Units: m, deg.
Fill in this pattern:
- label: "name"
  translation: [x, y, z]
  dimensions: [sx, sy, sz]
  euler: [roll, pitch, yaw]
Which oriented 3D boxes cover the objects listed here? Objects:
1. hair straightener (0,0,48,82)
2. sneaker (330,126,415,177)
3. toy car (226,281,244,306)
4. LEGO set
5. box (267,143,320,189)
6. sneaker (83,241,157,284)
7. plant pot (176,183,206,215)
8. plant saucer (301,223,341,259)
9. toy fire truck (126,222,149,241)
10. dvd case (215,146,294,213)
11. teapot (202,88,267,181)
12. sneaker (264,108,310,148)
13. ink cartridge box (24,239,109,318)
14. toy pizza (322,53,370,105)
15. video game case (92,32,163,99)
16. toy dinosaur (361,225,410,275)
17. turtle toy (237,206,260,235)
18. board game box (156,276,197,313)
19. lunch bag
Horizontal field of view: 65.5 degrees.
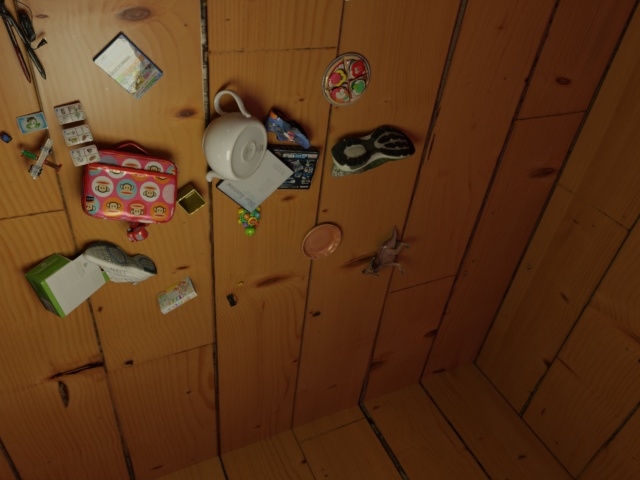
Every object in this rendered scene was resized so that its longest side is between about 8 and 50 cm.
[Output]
- label: "hair straightener"
  translation: [-0.791, -0.548, 1.347]
  dimensions: [0.089, 0.047, 0.230]
  euler: [-18, 129, -18]
- label: "sneaker"
  translation: [0.206, -0.356, 2.090]
  dimensions: [0.411, 0.158, 0.182]
  euler: [-14, 163, -24]
- label: "toy car"
  translation: [-0.374, 0.245, 2.261]
  dimensions: [0.122, 0.060, 0.040]
  euler: [-45, 168, 19]
- label: "LEGO set"
  translation: [-0.819, -0.297, 1.511]
  dimensions: [0.245, 0.060, 0.182]
  euler: [-18, 101, -13]
- label: "box"
  translation: [-0.126, -0.287, 1.966]
  dimensions: [0.220, 0.051, 0.175]
  euler: [-3, 127, -30]
- label: "sneaker"
  translation: [-0.754, 0.103, 1.855]
  dimensions: [0.129, 0.111, 0.297]
  euler: [-39, 143, 13]
- label: "plant pot"
  translation: [-0.482, -0.161, 1.828]
  dimensions: [0.081, 0.083, 0.081]
  euler: [-36, 137, -1]
- label: "plant saucer"
  translation: [0.000, 0.000, 2.297]
  dimensions: [0.200, 0.037, 0.199]
  euler: [-17, 134, -18]
- label: "toy fire truck"
  translation: [-0.603, -0.082, 1.781]
  dimensions: [0.135, 0.192, 0.047]
  euler: [-8, 137, 11]
- label: "dvd case"
  translation: [-0.250, -0.236, 1.897]
  dimensions: [0.253, 0.022, 0.180]
  euler: [-41, 122, 18]
- label: "teapot"
  translation: [-0.318, -0.342, 1.718]
  dimensions: [0.256, 0.187, 0.252]
  euler: [-58, 158, -14]
- label: "sneaker"
  translation: [-0.124, -0.404, 1.862]
  dimensions: [0.087, 0.083, 0.221]
  euler: [-40, 132, 23]
- label: "ink cartridge box"
  translation: [-0.900, 0.126, 1.815]
  dimensions: [0.255, 0.097, 0.188]
  euler: [-49, 148, -40]
- label: "toy pizza"
  translation: [0.101, -0.595, 1.861]
  dimensions: [0.201, 0.032, 0.201]
  euler: [-17, 133, -19]
- label: "video game case"
  translation: [-0.580, -0.524, 1.510]
  dimensions: [0.119, 0.015, 0.166]
  euler: [-42, 136, 5]
- label: "toy dinosaur"
  translation: [0.327, 0.077, 2.510]
  dimensions: [0.201, 0.127, 0.295]
  euler: [-4, 122, -21]
- label: "turtle toy"
  translation: [-0.286, -0.080, 2.030]
  dimensions: [0.095, 0.066, 0.130]
  euler: [-10, 130, -25]
- label: "board game box"
  translation: [-0.598, 0.226, 2.069]
  dimensions: [0.154, 0.103, 0.026]
  euler: [-30, 136, -7]
- label: "lunch bag"
  translation: [-0.627, -0.191, 1.649]
  dimensions: [0.293, 0.120, 0.258]
  euler: [5, 90, -30]
